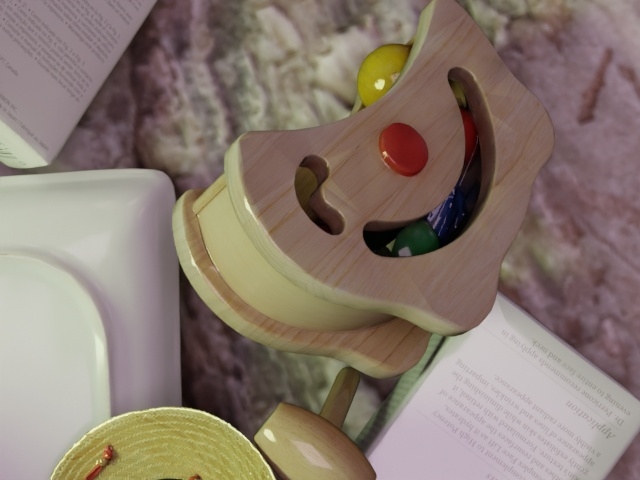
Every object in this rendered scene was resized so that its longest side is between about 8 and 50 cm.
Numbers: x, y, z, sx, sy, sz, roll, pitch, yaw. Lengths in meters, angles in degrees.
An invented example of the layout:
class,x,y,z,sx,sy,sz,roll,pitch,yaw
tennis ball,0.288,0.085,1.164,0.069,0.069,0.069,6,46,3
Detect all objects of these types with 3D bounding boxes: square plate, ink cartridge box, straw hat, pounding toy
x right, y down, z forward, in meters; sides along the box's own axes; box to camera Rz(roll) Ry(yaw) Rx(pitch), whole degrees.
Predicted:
class,x,y,z,sx,sy,sz,roll,pitch,yaw
square plate,-0.243,0.139,0.813,0.347,0.049,0.344,-2,93,-7
ink cartridge box,-0.159,-0.179,0.821,0.181,0.056,0.224,46,63,-39
straw hat,-0.068,0.152,0.783,0.144,0.061,0.144,-4,80,23
pounding toy,0.000,0.000,0.816,0.154,0.155,0.269,36,52,-12

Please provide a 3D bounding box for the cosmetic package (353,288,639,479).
class,x,y,z,sx,sy,sz,roll,pitch,yaw
cosmetic package,0.064,0.149,0.840,0.117,0.085,0.231,38,86,-1
